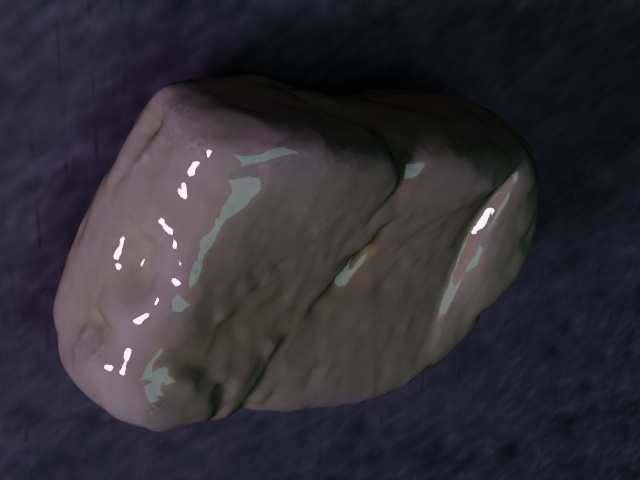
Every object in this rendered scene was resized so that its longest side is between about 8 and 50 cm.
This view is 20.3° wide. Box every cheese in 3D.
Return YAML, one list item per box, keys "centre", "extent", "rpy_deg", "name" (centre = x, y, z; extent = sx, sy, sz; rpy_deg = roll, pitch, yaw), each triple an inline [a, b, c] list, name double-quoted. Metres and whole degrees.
- centre: [-0.001, -0.001, 0.836]
  extent: [0.263, 0.093, 0.159]
  rpy_deg: [0, 125, -50]
  name: "cheese"
